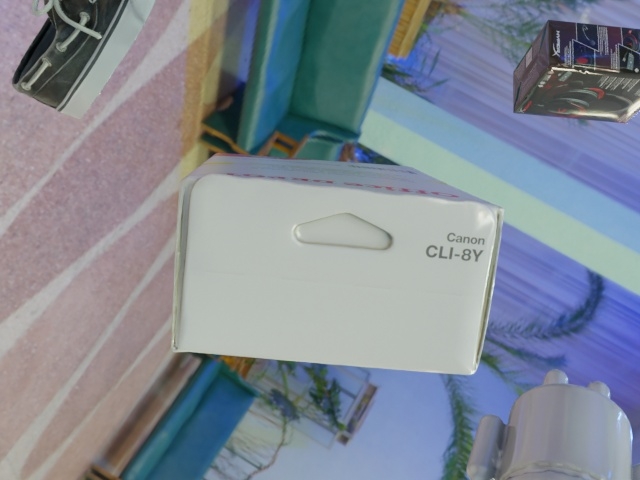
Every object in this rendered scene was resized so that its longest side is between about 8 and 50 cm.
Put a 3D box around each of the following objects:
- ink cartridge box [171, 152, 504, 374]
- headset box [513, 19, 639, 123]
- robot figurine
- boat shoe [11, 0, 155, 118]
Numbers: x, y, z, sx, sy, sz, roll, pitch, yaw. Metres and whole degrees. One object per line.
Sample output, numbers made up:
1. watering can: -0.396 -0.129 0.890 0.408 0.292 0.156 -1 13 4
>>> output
1. ink cartridge box: 0.000 0.000 0.765 0.385 0.279 0.161 -109 -156 -79
2. headset box: 0.581 -0.347 1.458 0.218 0.293 0.110 106 -11 -75
3. robot figurine: 0.391 0.374 1.110 0.353 0.299 0.200 -59 155 -48
4. boat shoe: -0.260 -0.262 0.769 0.306 0.104 0.113 -37 -135 42
